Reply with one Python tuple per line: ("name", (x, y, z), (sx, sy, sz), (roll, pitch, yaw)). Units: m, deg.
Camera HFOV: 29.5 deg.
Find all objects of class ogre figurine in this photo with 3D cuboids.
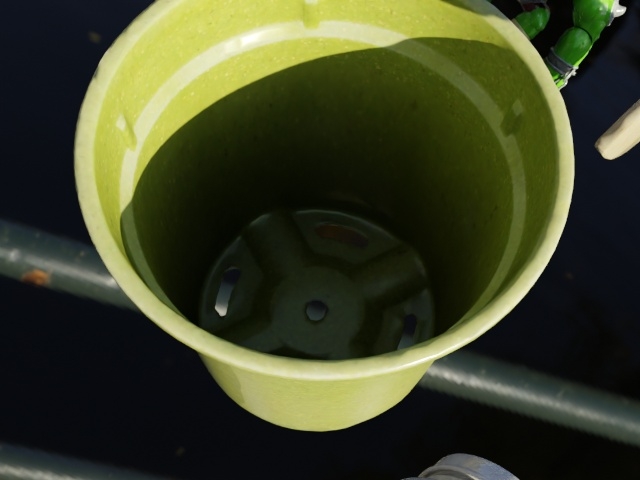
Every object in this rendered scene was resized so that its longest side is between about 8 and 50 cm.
("ogre figurine", (0.207, -0.249, 1.179), (0.197, 0.118, 0.097), (60, 23, 10))

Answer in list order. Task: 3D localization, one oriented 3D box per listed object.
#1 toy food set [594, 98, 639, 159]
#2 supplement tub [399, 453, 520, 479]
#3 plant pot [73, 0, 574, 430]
("toy food set", (0.209, -0.054, 0.528), (0.192, 0.132, 0.038), (7, 42, -52))
("supplement tub", (0.084, 0.379, 1.201), (0.316, 0.228, 0.228), (-34, 73, -33))
("plant pot", (0.000, 0.000, 0.783), (0.276, 0.254, 0.276), (0, 64, -1))
